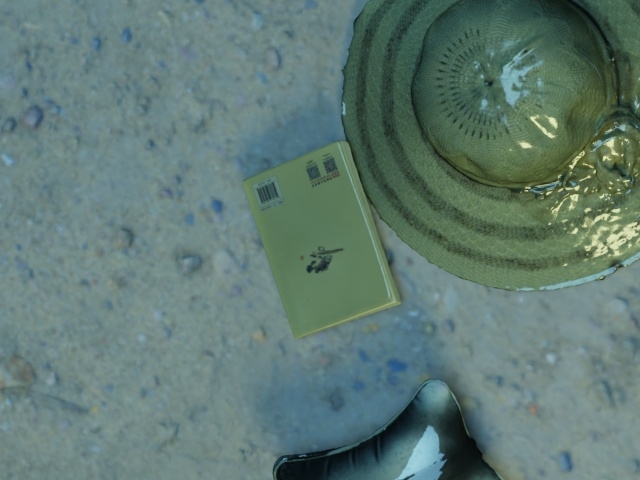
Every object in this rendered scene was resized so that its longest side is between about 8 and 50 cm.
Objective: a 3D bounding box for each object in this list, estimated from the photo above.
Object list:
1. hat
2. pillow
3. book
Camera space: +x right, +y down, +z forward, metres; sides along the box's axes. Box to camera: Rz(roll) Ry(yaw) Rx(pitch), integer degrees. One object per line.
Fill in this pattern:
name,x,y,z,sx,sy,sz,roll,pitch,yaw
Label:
hat,0.114,-0.092,0.992,0.252,0.110,0.252,1,92,18
pillow,0.043,0.153,1.048,0.136,0.055,0.091,-31,63,14
book,0.000,0.000,1.075,0.077,0.014,0.111,-21,84,25
